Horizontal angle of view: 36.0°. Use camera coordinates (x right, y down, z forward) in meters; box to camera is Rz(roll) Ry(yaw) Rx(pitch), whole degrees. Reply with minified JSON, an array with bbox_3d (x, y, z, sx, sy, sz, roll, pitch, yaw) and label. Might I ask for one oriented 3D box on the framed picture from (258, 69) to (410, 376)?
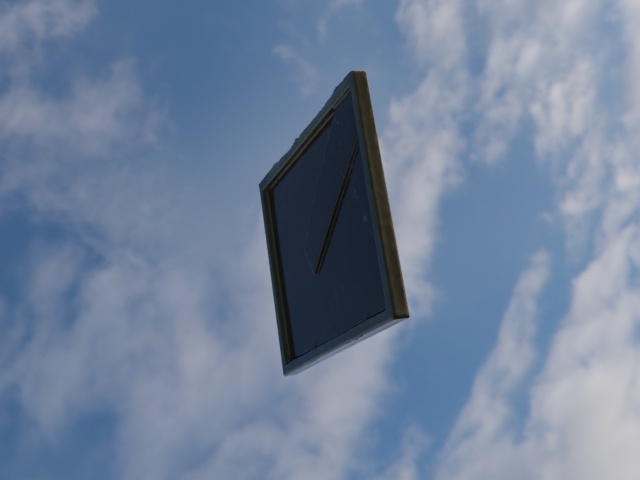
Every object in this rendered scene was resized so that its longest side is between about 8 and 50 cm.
[{"bbox_3d":[0.000,0.000,0.781,0.016,0.250,0.184,-3,-106,-21],"label":"framed picture"}]
